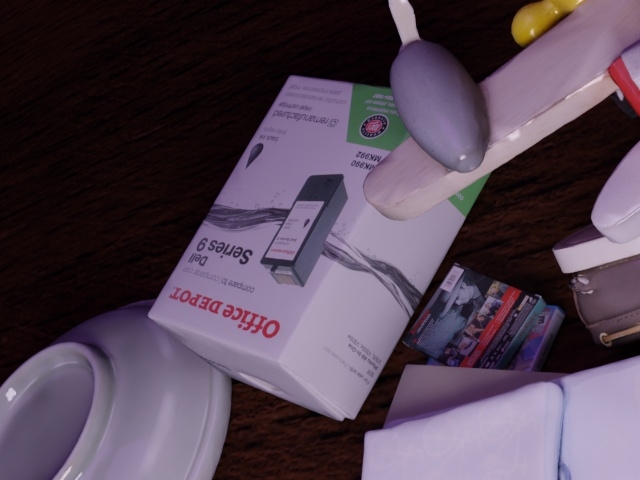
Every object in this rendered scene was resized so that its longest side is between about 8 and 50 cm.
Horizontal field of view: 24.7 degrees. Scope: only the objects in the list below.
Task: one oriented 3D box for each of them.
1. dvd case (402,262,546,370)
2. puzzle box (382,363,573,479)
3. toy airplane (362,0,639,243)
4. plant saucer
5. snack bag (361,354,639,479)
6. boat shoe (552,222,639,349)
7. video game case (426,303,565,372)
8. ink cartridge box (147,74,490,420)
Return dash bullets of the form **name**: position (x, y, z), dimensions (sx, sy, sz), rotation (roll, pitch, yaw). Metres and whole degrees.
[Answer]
- **dvd case**: position (0.130, 0.071, 1.249), dimensions (0.087, 0.013, 0.119), rotation (-56, 36, -8)
- **puzzle box**: position (0.107, 0.286, 1.053), dimensions (0.272, 0.052, 0.409), rotation (0, 61, 46)
- **toy airplane**: position (0.223, -0.180, 1.087), dimensions (0.386, 0.272, 0.384), rotation (-48, 16, -23)
- **plant saucer**: position (-0.268, 0.218, 1.517), dimensions (0.400, 0.100, 0.400), rotation (-29, 40, 28)
- **snack bag**: position (0.155, 0.228, 0.976), dimensions (0.342, 0.037, 0.323), rotation (-21, 46, 35)
- **boat shoe**: position (0.325, 0.008, 1.043), dimensions (0.324, 0.096, 0.116), rotation (-16, 8, 36)
- **video game case**: position (0.128, 0.125, 1.228), dimensions (0.119, 0.015, 0.166), rotation (4, 62, 50)
- **ink cartridge box**: position (0.000, 0.000, 1.384), dimensions (0.211, 0.121, 0.289), rotation (14, 69, 47)
